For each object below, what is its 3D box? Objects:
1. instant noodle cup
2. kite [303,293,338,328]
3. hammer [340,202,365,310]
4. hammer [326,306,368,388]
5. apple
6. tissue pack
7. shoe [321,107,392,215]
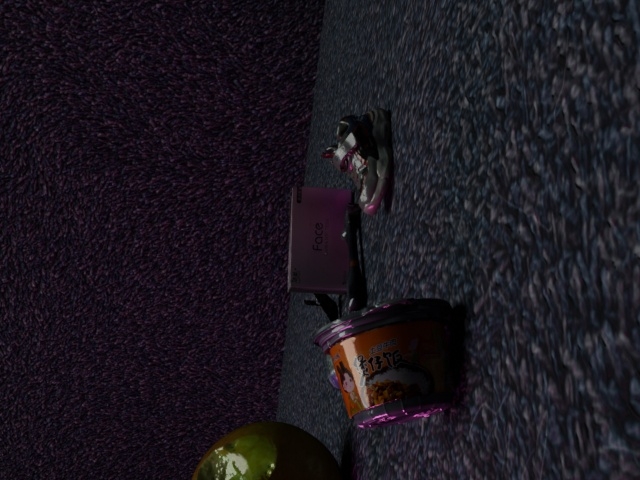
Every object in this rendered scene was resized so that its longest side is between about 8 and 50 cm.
[{"bbox_3d":[0.089,0.158,1.046,0.208,0.177,0.125,50,-154,-69],"label":"instant noodle cup"},{"bbox_3d":[0.001,0.156,2.097,0.183,0.010,0.160,58,-158,20],"label":"kite"},{"bbox_3d":[0.072,0.033,1.823,0.290,0.037,0.137,-91,7,-47],"label":"hammer"},{"bbox_3d":[0.063,0.203,1.714,0.116,0.069,0.194,-92,17,-49],"label":"hammer"},{"bbox_3d":[-0.108,0.543,1.789,0.339,0.339,0.339,-176,90,-84],"label":"apple"},{"bbox_3d":[0.000,0.000,2.024,0.092,0.148,0.246,123,149,-76],"label":"tissue pack"},{"bbox_3d":[0.067,-0.157,1.597,0.099,0.125,0.227,109,166,-58],"label":"shoe"}]
